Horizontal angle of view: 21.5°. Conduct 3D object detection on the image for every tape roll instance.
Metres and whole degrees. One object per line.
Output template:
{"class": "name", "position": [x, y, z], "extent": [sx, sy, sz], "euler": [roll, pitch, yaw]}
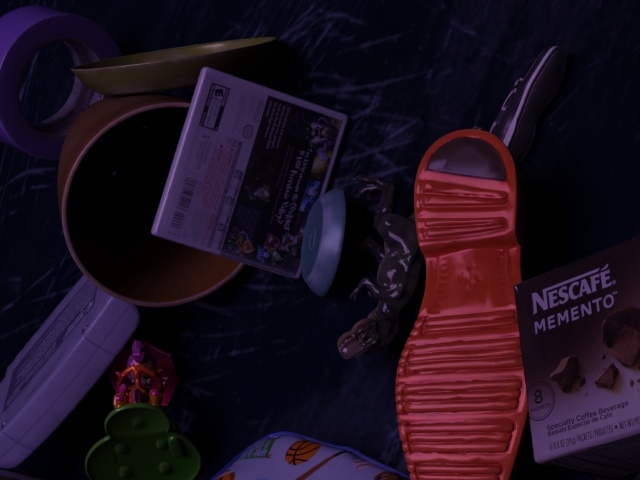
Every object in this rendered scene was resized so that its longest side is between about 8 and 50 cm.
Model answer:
{"class": "tape roll", "position": [-0.348, -0.202, 2.156], "extent": [0.080, 0.189, 0.189], "euler": [24, 94, 49]}

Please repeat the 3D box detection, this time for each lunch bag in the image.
{"class": "lunch bag", "position": [-0.031, 0.307, 1.606], "extent": [0.243, 0.115, 0.303], "euler": [-41, 30, -28]}

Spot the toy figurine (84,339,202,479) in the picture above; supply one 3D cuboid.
{"class": "toy figurine", "position": [-0.205, 0.178, 1.908], "extent": [0.173, 0.130, 0.159], "euler": [87, 176, -48]}

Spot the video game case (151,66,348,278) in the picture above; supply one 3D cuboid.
{"class": "video game case", "position": [-0.076, -0.072, 1.834], "extent": [0.022, 0.173, 0.190], "euler": [-170, 98, -71]}

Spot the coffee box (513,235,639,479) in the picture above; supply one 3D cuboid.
{"class": "coffee box", "position": [0.316, 0.079, 1.393], "extent": [0.297, 0.119, 0.168], "euler": [-24, 61, 40]}

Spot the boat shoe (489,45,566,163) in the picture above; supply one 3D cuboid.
{"class": "boat shoe", "position": [0.201, -0.137, 1.654], "extent": [0.038, 0.046, 0.125], "euler": [35, 111, 43]}

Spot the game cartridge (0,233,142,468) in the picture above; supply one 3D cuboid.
{"class": "game cartridge", "position": [-0.305, 0.136, 2.030], "extent": [0.294, 0.060, 0.196], "euler": [-48, 16, 24]}

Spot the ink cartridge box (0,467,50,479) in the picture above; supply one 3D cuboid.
{"class": "ink cartridge box", "position": [-0.392, 0.322, 2.032], "extent": [0.219, 0.160, 0.092], "euler": [9, 83, 47]}

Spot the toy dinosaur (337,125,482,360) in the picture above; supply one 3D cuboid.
{"class": "toy dinosaur", "position": [0.075, -0.005, 1.733], "extent": [0.118, 0.064, 0.268], "euler": [25, 90, 45]}

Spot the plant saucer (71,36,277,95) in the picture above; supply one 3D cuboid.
{"class": "plant saucer", "position": [-0.166, -0.200, 1.950], "extent": [0.241, 0.241, 0.037], "euler": [2, 104, 47]}

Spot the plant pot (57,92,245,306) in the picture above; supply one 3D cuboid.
{"class": "plant pot", "position": [-0.209, -0.080, 1.959], "extent": [0.237, 0.237, 0.254], "euler": [-62, 27, 10]}

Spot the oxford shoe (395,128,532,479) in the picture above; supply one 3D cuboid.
{"class": "oxford shoe", "position": [0.153, 0.087, 1.566], "extent": [0.130, 0.133, 0.363], "euler": [1, 75, 21]}

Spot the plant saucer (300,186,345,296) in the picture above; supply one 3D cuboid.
{"class": "plant saucer", "position": [0.000, 0.000, 1.793], "extent": [0.119, 0.021, 0.119], "euler": [-170, 90, -76]}
